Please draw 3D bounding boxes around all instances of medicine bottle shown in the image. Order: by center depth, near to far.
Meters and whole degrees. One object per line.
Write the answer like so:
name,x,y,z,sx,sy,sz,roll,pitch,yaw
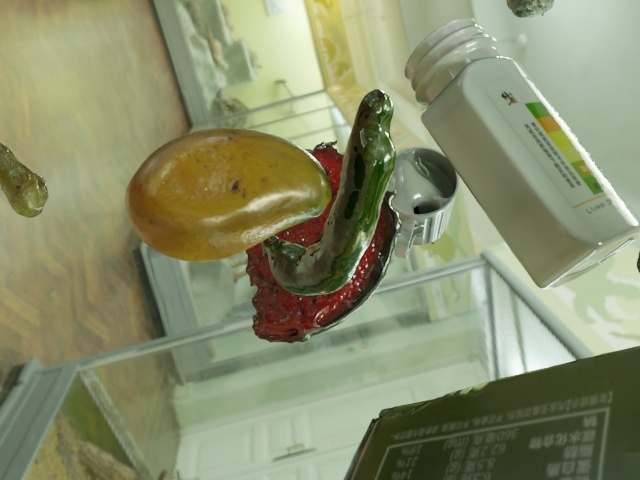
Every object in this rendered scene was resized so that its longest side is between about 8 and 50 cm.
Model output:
medicine bottle,0.227,-0.109,0.825,0.124,0.179,0.324,-49,-116,39

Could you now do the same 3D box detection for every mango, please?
mango,-0.078,-0.044,0.579,0.115,0.165,0.089,56,-19,22

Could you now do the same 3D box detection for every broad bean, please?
broad bean,0.002,-0.022,0.707,0.292,0.049,0.144,-40,-117,54

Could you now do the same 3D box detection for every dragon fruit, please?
dragon fruit,0.000,0.000,1.215,0.100,0.282,0.344,109,-23,-87

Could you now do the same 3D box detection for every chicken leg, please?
chicken leg,-0.528,-0.121,1.193,0.178,0.070,0.093,53,-2,-6

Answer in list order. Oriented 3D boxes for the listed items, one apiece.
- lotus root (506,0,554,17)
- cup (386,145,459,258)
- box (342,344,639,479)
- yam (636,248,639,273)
lotus root,0.264,-0.491,0.992,0.350,0.175,0.175,63,2,-9
cup,0.201,-0.074,1.568,0.167,0.221,0.202,44,-11,20
box,0.260,0.215,0.333,0.373,0.420,0.138,51,43,-16
yam,0.403,0.027,0.594,0.093,0.259,0.093,13,90,-80
